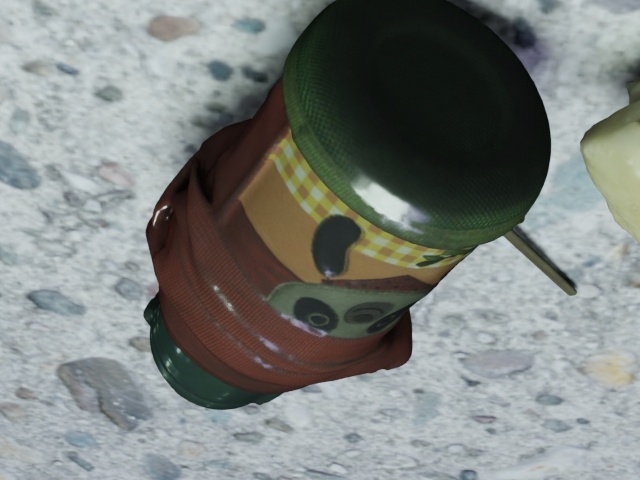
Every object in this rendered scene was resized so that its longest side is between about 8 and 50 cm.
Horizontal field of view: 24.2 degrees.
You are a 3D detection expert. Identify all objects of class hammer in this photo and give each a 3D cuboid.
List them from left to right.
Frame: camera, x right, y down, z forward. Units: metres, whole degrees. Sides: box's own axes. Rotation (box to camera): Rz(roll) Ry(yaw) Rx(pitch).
[{"bbox_3d":[0.120,0.007,0.854,0.035,0.019,0.110,-16,142,32],"label":"hammer"}]

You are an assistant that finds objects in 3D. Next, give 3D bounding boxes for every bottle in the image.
[{"bbox_3d":[0.000,0.000,0.759,0.156,0.143,0.271,40,139,-1],"label":"bottle"}]

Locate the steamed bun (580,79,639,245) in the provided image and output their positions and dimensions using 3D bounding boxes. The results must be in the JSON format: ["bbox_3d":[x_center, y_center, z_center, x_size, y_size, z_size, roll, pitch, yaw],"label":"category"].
[{"bbox_3d":[0.350,0.042,0.686,0.428,0.189,0.247,41,101,-21],"label":"steamed bun"}]
